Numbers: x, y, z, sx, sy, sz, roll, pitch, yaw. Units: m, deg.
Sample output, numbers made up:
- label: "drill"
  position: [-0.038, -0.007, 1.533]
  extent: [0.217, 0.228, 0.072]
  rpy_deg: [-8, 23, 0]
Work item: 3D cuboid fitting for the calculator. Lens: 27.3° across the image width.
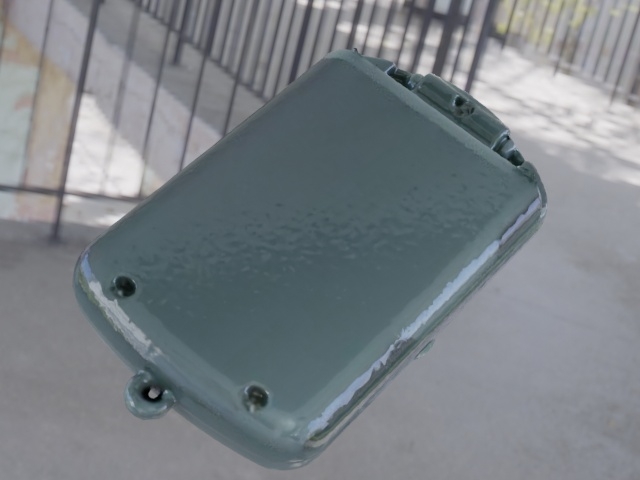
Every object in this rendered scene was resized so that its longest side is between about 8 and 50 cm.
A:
- label: "calculator"
  position: [0.000, 0.000, 0.604]
  extent: [0.141, 0.045, 0.246]
  rpy_deg: [37, 56, 16]
